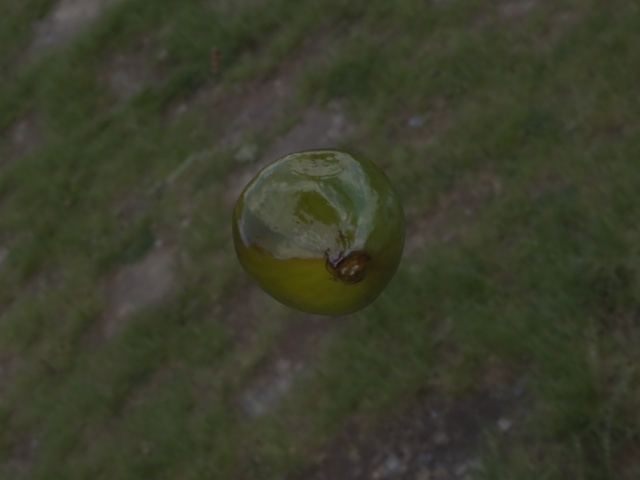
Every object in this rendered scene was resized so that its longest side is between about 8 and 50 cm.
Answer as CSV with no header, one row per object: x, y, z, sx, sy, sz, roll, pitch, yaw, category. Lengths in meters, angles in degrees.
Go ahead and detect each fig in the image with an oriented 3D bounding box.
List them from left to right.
0.001,-0.007,1.332,0.153,0.136,0.121,-32,29,53,fig
